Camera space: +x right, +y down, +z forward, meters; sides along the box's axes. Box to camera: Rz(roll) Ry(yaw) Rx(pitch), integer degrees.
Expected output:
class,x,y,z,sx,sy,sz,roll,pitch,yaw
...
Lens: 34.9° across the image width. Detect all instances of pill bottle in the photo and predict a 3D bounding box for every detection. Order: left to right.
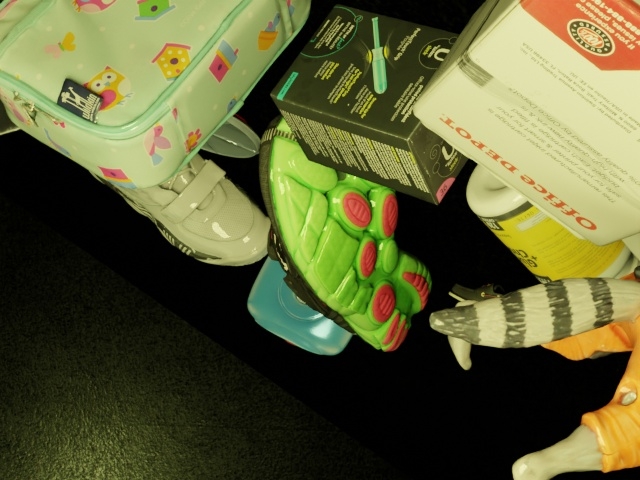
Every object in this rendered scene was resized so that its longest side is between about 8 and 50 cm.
class,x,y,z,sx,sy,sz,roll,pitch,yaw
pill bottle,0.230,-0.012,0.964,0.184,0.103,0.103,43,161,-25

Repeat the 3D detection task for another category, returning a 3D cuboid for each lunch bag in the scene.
class,x,y,z,sx,sy,sz,roll,pitch,yaw
lunch bag,-0.164,-0.193,0.910,0.224,0.279,0.108,30,159,21

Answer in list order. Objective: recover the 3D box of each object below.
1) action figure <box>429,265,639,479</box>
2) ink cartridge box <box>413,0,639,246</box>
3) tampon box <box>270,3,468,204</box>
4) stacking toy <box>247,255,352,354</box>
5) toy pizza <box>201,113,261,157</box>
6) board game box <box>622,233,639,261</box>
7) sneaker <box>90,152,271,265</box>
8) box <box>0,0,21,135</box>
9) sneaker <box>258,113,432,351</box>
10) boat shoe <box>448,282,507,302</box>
class,x,y,z,sx,sy,sz,roll,pitch,yaw
action figure,0.254,0.063,0.624,0.179,0.330,0.341,62,-172,-18
ink cartridge box,0.207,-0.115,0.708,0.197,0.114,0.273,35,162,-5
tampon box,0.061,-0.127,0.939,0.161,0.120,0.101,23,159,34
stacking toy,0.010,0.102,1.668,0.175,0.166,0.302,26,176,14
toy pizza,-0.169,-0.169,1.376,0.201,0.032,0.201,20,167,5
board game box,0.383,0.007,0.816,0.193,0.053,0.305,44,161,-25
sneaker,-0.233,-0.101,1.532,0.365,0.137,0.210,35,166,12
box,-0.459,-0.285,1.120,0.312,0.178,0.343,15,123,54
sneaker,0.000,0.000,1.298,0.202,0.185,0.483,22,158,26
boat shoe,0.227,0.078,1.328,0.133,0.042,0.049,19,-178,44
